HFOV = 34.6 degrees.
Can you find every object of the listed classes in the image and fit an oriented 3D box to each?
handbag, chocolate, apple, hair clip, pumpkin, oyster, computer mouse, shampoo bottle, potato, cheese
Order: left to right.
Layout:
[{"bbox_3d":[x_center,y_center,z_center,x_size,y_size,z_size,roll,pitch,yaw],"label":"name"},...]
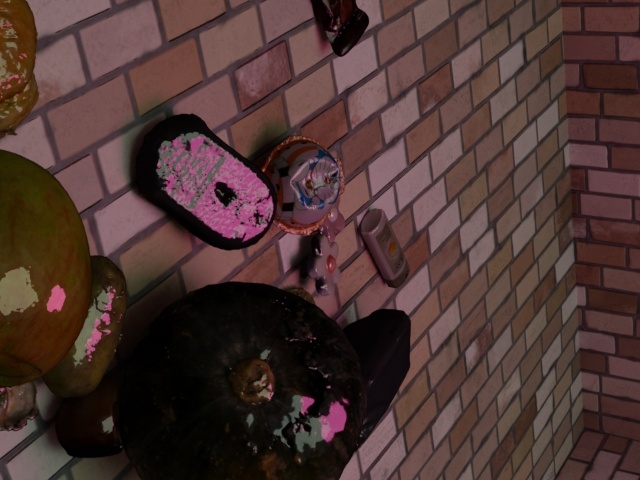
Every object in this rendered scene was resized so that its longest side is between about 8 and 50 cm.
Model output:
[{"bbox_3d":[-0.566,0.253,1.521,0.345,0.078,0.129,-14,88,-54],"label":"oyster"},{"bbox_3d":[-0.472,0.037,1.377,0.339,0.339,0.340,-19,113,-54],"label":"apple"},{"bbox_3d":[-0.399,0.144,1.710,0.149,0.113,0.251,25,80,-54],"label":"potato"},{"bbox_3d":[-0.388,0.297,1.760,0.127,0.124,0.133,30,42,-50],"label":"chocolate"},{"bbox_3d":[-0.216,-0.105,1.926,0.323,0.116,0.183,40,75,-37],"label":"computer mouse"},{"bbox_3d":[-0.140,0.289,1.860,0.344,0.454,0.454,102,15,-61],"label":"pumpkin"},{"bbox_3d":[-0.079,-0.106,2.137,0.329,0.129,0.217,-13,103,-37],"label":"cheese"},{"bbox_3d":[0.006,-0.001,2.350,0.146,0.075,0.257,22,74,-52],"label":"hair clip"},{"bbox_3d":[0.085,0.309,2.442,0.302,0.177,0.275,-54,154,-34],"label":"handbag"},{"bbox_3d":[0.165,0.022,2.607,0.086,0.055,0.227,-59,141,-29],"label":"shampoo bottle"}]

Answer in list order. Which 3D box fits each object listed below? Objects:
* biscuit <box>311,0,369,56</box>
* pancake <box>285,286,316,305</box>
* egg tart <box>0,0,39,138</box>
[{"bbox_3d":[0.033,-0.541,2.264,0.151,0.063,0.235,-53,135,-37],"label":"biscuit"},{"bbox_3d":[-0.072,0.224,2.305,0.253,0.037,0.254,-17,110,-55],"label":"pancake"},{"bbox_3d":[-0.519,-0.281,1.391,0.339,0.153,0.352,-31,122,-47],"label":"egg tart"}]
